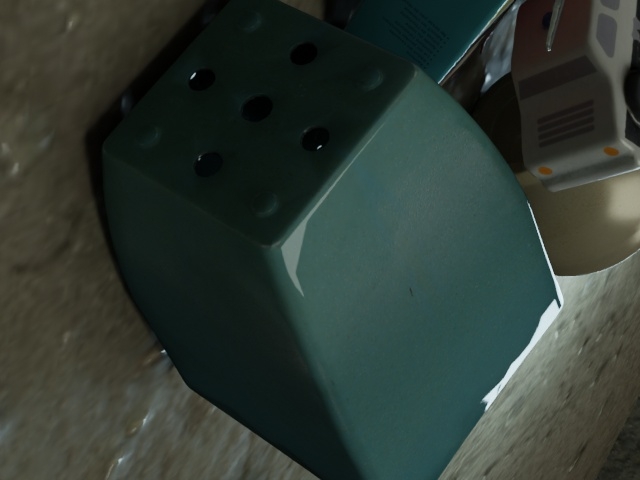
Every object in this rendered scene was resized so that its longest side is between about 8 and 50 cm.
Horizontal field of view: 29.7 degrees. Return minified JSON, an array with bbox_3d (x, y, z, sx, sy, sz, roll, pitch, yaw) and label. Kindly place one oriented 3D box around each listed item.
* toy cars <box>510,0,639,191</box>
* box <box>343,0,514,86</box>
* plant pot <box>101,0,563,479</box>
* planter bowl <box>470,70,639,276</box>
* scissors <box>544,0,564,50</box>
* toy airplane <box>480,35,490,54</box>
[{"bbox_3d":[0.225,-0.219,0.784,0.087,0.176,0.393,26,104,-33],"label":"toy cars"},{"bbox_3d":[0.085,-0.151,0.582,0.100,0.060,0.244,-48,179,-23],"label":"box"},{"bbox_3d":[0.000,0.000,0.606,0.165,0.166,0.234,-51,149,-16],"label":"plant pot"},{"bbox_3d":[0.178,-0.067,0.913,0.109,0.162,0.162,34,88,-42],"label":"planter bowl"},{"bbox_3d":[0.154,-0.207,0.683,0.109,0.021,0.297,-63,-178,34],"label":"scissors"},{"bbox_3d":[0.110,-0.163,0.779,0.151,0.028,0.151,-46,157,-27],"label":"toy airplane"}]
